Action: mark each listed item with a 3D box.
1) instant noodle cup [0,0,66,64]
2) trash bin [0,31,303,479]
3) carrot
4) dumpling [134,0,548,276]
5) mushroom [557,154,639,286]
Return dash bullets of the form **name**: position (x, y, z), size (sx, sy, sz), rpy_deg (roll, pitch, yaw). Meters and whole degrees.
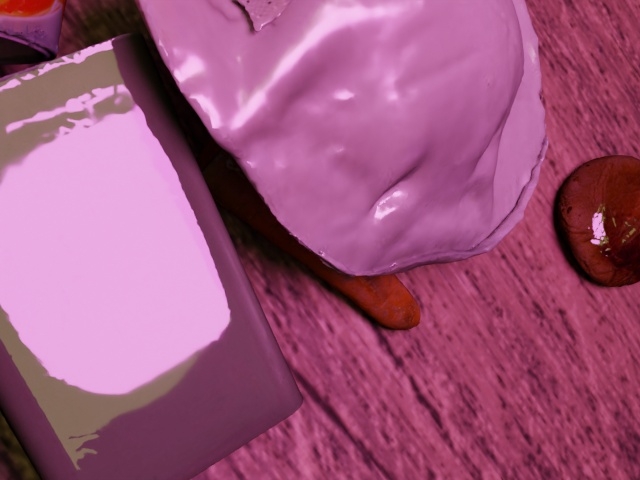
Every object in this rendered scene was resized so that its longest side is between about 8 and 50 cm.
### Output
- **instant noodle cup**: position (-0.229, -0.203, 0.392), size (0.264, 0.264, 0.200), rpy_deg (2, 94, -24)
- **trash bin**: position (-0.137, 0.027, 0.467), size (0.164, 0.122, 0.240), rpy_deg (-27, 94, -25)
- **carrot**: position (0.000, 0.000, 0.570), size (0.210, 0.061, 0.061), rpy_deg (40, 67, -17)
- **dumpling**: position (0.042, -0.107, 0.526), size (0.341, 0.181, 0.260), rpy_deg (-6, 80, -67)
- **mushroom**: position (0.265, -0.019, 0.691), size (0.123, 0.052, 0.123), rpy_deg (5, 77, -20)
